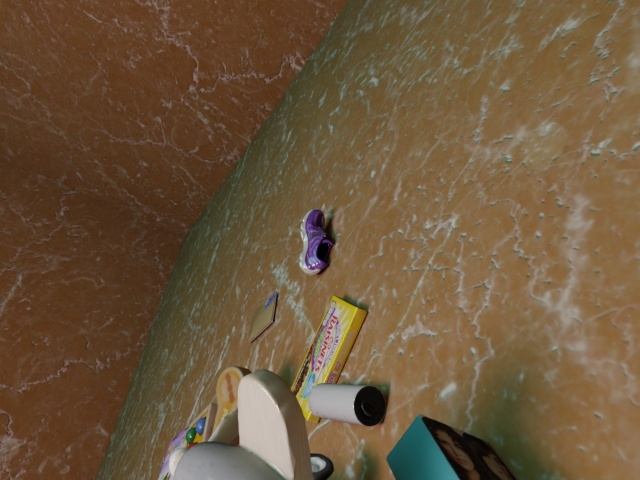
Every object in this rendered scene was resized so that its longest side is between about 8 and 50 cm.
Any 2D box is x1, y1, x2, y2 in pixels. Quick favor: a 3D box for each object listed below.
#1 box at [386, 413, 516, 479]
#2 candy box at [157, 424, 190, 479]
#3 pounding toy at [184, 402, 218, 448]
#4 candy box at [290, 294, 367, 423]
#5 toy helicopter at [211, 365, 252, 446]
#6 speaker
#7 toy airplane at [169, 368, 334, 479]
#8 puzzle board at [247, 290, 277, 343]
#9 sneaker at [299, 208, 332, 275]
[{"bbox_3d":[0.147,0.251,0.363,0.060,0.101,0.244,-58,23,10],"label":"box"},{"bbox_3d":[-0.335,0.568,1.133,0.165,0.070,0.196,-45,25,38],"label":"candy box"},{"bbox_3d":[-0.228,0.448,1.002,0.206,0.094,0.181,-49,26,34],"label":"pounding toy"},{"bbox_3d":[0.010,0.204,0.830,0.205,0.027,0.105,-66,25,-4],"label":"candy box"},{"bbox_3d":[-0.170,0.411,0.842,0.235,0.140,0.354,0,75,42],"label":"toy helicopter"},{"bbox_3d":[0.036,0.240,0.690,0.136,0.055,0.055,-27,42,58],"label":"speaker"},{"bbox_3d":[-0.042,0.363,0.409,0.384,0.273,0.386,112,144,-45],"label":"toy airplane"},{"bbox_3d":[-0.149,0.201,1.218,0.128,0.011,0.096,-45,27,38],"label":"puzzle board"},{"bbox_3d":[0.000,0.000,1.059,0.071,0.068,0.169,-26,49,35],"label":"sneaker"}]
